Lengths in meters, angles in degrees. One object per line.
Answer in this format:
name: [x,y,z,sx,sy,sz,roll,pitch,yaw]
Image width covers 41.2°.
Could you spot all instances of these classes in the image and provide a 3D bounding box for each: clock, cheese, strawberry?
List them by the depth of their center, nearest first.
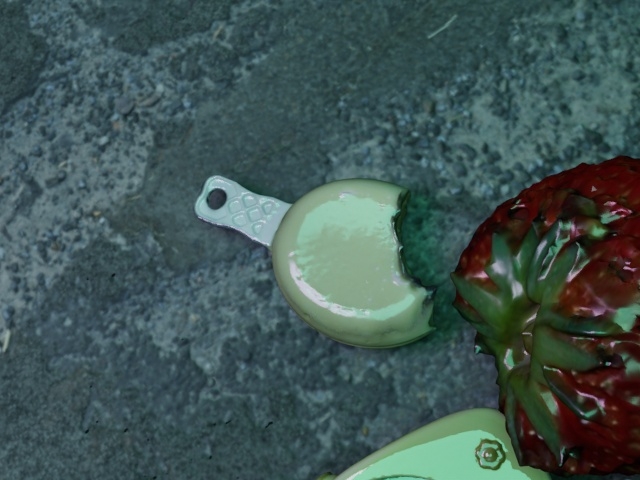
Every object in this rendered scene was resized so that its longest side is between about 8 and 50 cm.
strawberry: [0.263,0.053,0.676,0.288,0.238,0.250,-4,83,-24]
clock: [0.071,0.294,0.723,0.308,0.096,0.235,-23,74,5]
cheese: [-0.010,0.018,0.818,0.248,0.071,0.163,2,76,11]

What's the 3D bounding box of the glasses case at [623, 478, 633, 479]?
glasses case: [0.334,0.242,0.638,0.266,0.105,0.056,18,73,-6]
